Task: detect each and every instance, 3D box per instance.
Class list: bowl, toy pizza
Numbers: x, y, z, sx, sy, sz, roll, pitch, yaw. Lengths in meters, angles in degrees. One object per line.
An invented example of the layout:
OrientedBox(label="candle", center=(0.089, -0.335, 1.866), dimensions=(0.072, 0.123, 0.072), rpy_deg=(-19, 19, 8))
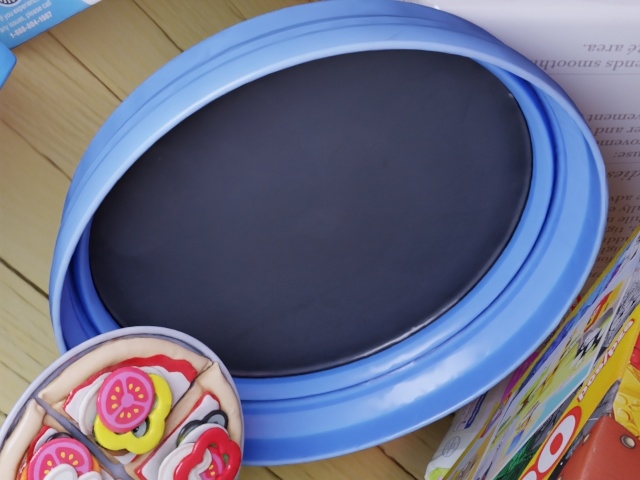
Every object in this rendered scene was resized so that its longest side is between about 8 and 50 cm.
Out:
OrientedBox(label="bowl", center=(0.006, 0.005, 0.922), dimensions=(0.391, 0.391, 0.077), rpy_deg=(36, 22, -41))
OrientedBox(label="toy pizza", center=(-0.126, 0.155, 0.865), dimensions=(0.201, 0.032, 0.201), rpy_deg=(-14, 113, -38))

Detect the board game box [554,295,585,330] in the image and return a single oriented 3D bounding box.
OrientedBox(label="board game box", center=(0.396, 0.151, 1.379), dimensions=(0.066, 0.318, 0.318), rpy_deg=(-79, 156, -62))

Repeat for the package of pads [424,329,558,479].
OrientedBox(label="package of pads", center=(0.221, 0.271, 1.294), dimensions=(0.229, 0.101, 0.296), rpy_deg=(-52, 125, -50))

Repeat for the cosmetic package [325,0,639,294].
OrientedBox(label="cosmetic package", center=(0.191, -0.182, 1.122), dimensions=(0.393, 0.330, 0.327), rpy_deg=(102, -16, -56))

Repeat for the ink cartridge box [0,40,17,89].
OrientedBox(label="ink cartridge box", center=(-0.274, -0.046, 0.743), dimensions=(0.082, 0.140, 0.190), rpy_deg=(49, 39, -31))

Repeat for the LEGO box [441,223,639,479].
OrientedBox(label="LEGO box", center=(0.170, 0.243, 0.893), dimensions=(0.193, 0.500, 0.372), rpy_deg=(33, 38, 4))

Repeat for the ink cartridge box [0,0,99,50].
OrientedBox(label="ink cartridge box", center=(-0.194, -0.319, 0.943), dimensions=(0.270, 0.198, 0.197), rpy_deg=(57, 37, -18))
